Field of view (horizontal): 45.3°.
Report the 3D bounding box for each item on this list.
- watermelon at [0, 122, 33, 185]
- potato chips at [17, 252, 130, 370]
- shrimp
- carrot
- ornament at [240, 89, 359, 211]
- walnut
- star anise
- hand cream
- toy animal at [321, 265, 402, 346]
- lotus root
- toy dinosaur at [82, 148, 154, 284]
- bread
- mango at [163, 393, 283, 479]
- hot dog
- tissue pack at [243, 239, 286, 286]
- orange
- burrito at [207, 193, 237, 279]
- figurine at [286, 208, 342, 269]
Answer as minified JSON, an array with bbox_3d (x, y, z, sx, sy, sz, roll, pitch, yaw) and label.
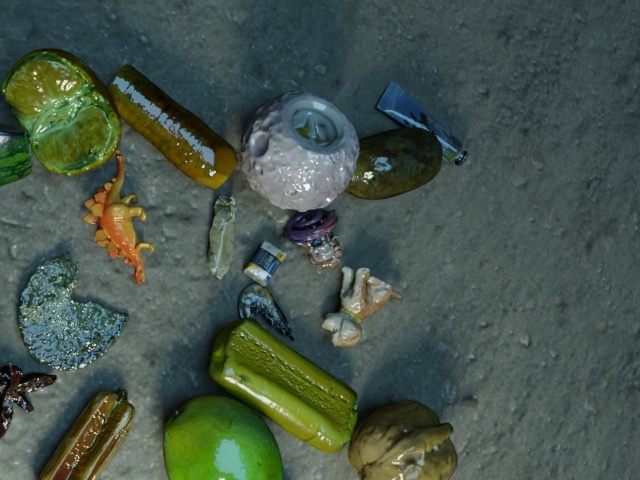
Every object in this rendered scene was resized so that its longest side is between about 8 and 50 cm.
[{"bbox_3d":[-0.630,-0.169,1.380,0.231,0.146,0.128,4,86,-31],"label":"watermelon"},{"bbox_3d":[-0.494,0.143,1.507,0.202,0.029,0.219,-31,104,-23],"label":"potato chips"},{"bbox_3d":[-0.122,0.171,1.707,0.091,0.034,0.161,-41,98,-21],"label":"shrimp"},{"bbox_3d":[-0.307,-0.229,1.583,0.302,0.114,0.114,40,70,-17],"label":"carrot"},{"bbox_3d":[-0.050,-0.187,1.648,0.260,0.225,0.259,11,58,-18],"label":"ornament"},{"bbox_3d":[0.197,0.481,1.760,0.257,0.257,0.224,-18,64,-28],"label":"walnut"},{"bbox_3d":[-0.561,0.278,1.403,0.158,0.144,0.140,-42,115,-25],"label":"star anise"},{"bbox_3d":[0.261,-0.283,1.926,0.271,0.058,0.091,37,68,-16],"label":"hand cream"},{"bbox_3d":[0.105,0.176,1.793,0.184,0.104,0.185,30,70,-31],"label":"toy animal"},{"bbox_3d":[0.168,-0.182,1.813,0.275,0.152,0.160,-16,104,-27],"label":"lotus root"},{"bbox_3d":[-0.413,-0.046,1.540,0.117,0.070,0.288,-15,90,-28],"label":"toy dinosaur"},{"bbox_3d":[-0.081,0.321,1.670,0.384,0.112,0.166,37,50,-22],"label":"bread"},{"bbox_3d":[-0.176,0.487,1.561,0.225,0.201,0.381,-30,96,-35],"label":"mango"},{"bbox_3d":[-0.449,0.400,1.497,0.104,0.076,0.250,31,69,-3],"label":"hot dog"},{"bbox_3d":[-0.123,0.050,1.699,0.062,0.042,0.083,34,69,-2],"label":"tissue pack"},{"bbox_3d":[-0.483,-0.244,1.454,0.179,0.158,0.237,-32,104,6],"label":"orange"},{"bbox_3d":[-0.213,-0.010,1.657,0.058,0.045,0.188,7,86,-21],"label":"burrito"},{"bbox_3d":[-0.004,-0.008,1.747,0.126,0.114,0.157,-28,135,8],"label":"figurine"}]
